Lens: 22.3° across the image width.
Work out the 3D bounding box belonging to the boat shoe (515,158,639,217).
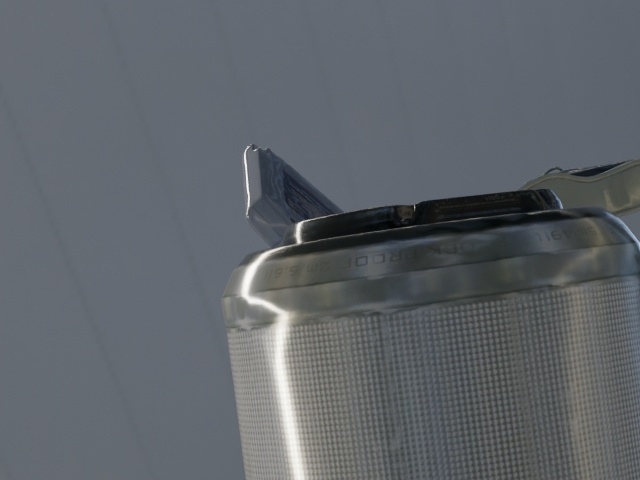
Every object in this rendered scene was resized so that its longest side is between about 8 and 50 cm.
[{"bbox_3d":[0.339,-0.057,2.169,0.254,0.079,0.095,-20,-85,-27],"label":"boat shoe"}]

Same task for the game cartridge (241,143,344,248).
[{"bbox_3d":[0.000,0.000,2.351,0.294,0.060,0.196,40,-163,-25],"label":"game cartridge"}]

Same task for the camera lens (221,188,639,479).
[{"bbox_3d":[0.070,0.118,0.843,0.219,0.219,0.274,-4,-94,-60],"label":"camera lens"}]
